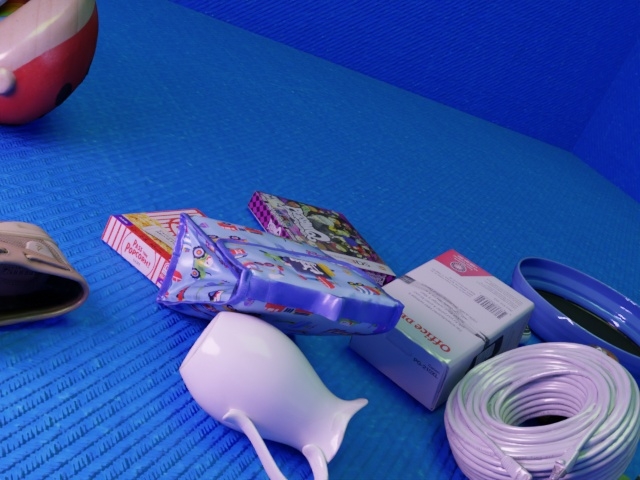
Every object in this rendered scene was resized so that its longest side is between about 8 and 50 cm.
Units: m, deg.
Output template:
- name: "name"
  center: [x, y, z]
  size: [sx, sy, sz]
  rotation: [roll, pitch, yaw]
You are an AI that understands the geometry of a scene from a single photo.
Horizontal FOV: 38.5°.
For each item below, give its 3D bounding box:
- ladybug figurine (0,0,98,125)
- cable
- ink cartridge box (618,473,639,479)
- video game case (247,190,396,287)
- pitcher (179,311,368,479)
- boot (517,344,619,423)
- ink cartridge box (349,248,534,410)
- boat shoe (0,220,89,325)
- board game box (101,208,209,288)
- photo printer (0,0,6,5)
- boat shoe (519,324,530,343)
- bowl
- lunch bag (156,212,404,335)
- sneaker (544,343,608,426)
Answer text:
- name: "ladybug figurine"
  center: [-0.503, -0.320, 1.551]
  size: [0.162, 0.305, 0.449]
  rotation: [61, 9, -30]
- name: "cable"
  center: [0.294, 0.235, 1.208]
  size: [0.257, 0.089, 0.257]
  rotation: [-27, 25, -22]
- name: "ink cartridge box"
  center: [0.505, 0.380, 1.334]
  size: [0.209, 0.062, 0.109]
  rotation: [37, 23, 27]
- name: "video game case"
  center: [0.000, 0.000, 1.669]
  size: [0.210, 0.042, 0.232]
  rotation: [14, 23, -34]
- name: "pitcher"
  center: [-0.062, 0.188, 1.042]
  size: [0.207, 0.125, 0.178]
  rotation: [36, 31, -7]
- name: "boot"
  center: [0.381, 0.227, 1.530]
  size: [0.220, 0.109, 0.283]
  rotation: [22, 28, -2]
- name: "ink cartridge box"
  center: [0.185, 0.129, 1.400]
  size: [0.172, 0.100, 0.237]
  rotation: [36, 40, 28]
- name: "boat shoe"
  center: [-0.389, 0.042, 0.972]
  size: [0.110, 0.122, 0.341]
  rotation: [35, 20, 24]
- name: "board game box"
  center: [-0.208, 0.012, 1.378]
  size: [0.146, 0.045, 0.193]
  rotation: [36, 22, 24]
- name: "photo printer"
  center: [-0.633, -0.410, 1.526]
  size: [0.307, 0.256, 0.107]
  rotation: [32, -23, 57]
- name: "boat shoe"
  center: [0.305, 0.108, 1.732]
  size: [0.228, 0.076, 0.080]
  rotation: [34, 21, 19]
- name: "bowl"
  center: [0.566, 0.171, 1.901]
  size: [0.391, 0.077, 0.391]
  rotation: [23, 20, -9]
- name: "lunch bag"
  center: [-0.051, 0.067, 1.171]
  size: [0.220, 0.138, 0.293]
  rotation: [15, 0, -28]
- name: "sneaker"
  center: [0.398, 0.275, 1.318]
  size: [0.118, 0.107, 0.279]
  rotation: [44, 45, -17]
